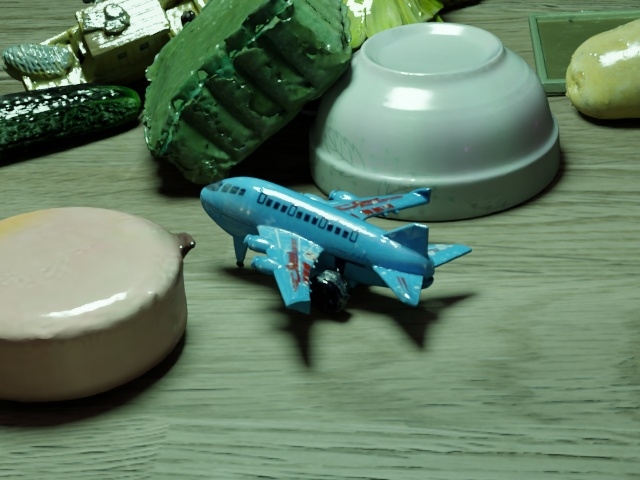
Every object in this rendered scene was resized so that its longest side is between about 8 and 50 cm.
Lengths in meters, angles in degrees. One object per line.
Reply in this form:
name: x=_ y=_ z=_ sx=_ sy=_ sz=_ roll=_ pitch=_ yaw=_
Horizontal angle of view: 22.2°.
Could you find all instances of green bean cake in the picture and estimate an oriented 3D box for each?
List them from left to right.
green bean cake: x=-0.088 y=-0.201 z=1.848 sx=0.255 sy=0.132 sz=0.241 roll=-45 pitch=24 yaw=15

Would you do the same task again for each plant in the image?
plant: x=0.071 y=-0.374 z=2.125 sx=0.261 sy=0.297 sz=0.306 roll=9 pitch=25 yaw=-47

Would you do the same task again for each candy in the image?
candy: x=-0.239 y=0.055 z=1.526 sx=0.255 sy=0.094 sz=0.255 roll=-3 pitch=29 yaw=2

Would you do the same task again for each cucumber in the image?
cucumber: x=-0.325 y=-0.145 z=1.932 sx=0.241 sy=0.074 sz=0.074 roll=-15 pitch=31 yaw=-23

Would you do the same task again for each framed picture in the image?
framed picture: x=0.439 y=-0.246 z=2.079 sx=0.335 sy=0.022 sz=0.247 roll=-2 pitch=28 yaw=4

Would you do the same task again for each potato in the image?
potato: x=0.374 y=-0.200 z=1.914 sx=0.178 sy=0.119 sz=0.109 roll=-11 pitch=-9 yaw=13

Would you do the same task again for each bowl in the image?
bowl: x=0.124 y=-0.149 z=1.813 sx=0.286 sy=0.144 sz=0.287 roll=-3 pitch=27 yaw=2

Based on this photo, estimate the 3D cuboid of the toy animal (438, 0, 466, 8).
toy animal: x=0.106 y=-0.356 z=2.291 sx=0.275 sy=0.054 sz=0.149 roll=-12 pitch=27 yaw=-12

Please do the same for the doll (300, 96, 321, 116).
doll: x=-0.034 y=-0.203 z=2.000 sx=0.219 sy=0.067 sz=0.091 roll=19 pitch=32 yaw=26

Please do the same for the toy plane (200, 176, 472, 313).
toy plane: x=0.000 y=0.000 z=1.590 sx=0.271 sy=0.105 sz=0.254 roll=12 pitch=31 yaw=28

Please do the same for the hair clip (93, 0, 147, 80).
hair clip: x=-0.256 y=-0.257 z=2.103 sx=0.146 sy=0.056 sz=0.187 roll=-46 pitch=56 yaw=0

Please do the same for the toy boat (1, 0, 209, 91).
toy boat: x=-0.230 y=-0.253 z=1.990 sx=0.321 sy=0.121 sz=0.089 roll=-23 pitch=72 yaw=-6

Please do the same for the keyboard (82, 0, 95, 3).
keyboard: x=-0.226 y=-0.345 z=2.254 sx=0.204 sy=0.013 sz=0.061 roll=1 pitch=29 yaw=16
